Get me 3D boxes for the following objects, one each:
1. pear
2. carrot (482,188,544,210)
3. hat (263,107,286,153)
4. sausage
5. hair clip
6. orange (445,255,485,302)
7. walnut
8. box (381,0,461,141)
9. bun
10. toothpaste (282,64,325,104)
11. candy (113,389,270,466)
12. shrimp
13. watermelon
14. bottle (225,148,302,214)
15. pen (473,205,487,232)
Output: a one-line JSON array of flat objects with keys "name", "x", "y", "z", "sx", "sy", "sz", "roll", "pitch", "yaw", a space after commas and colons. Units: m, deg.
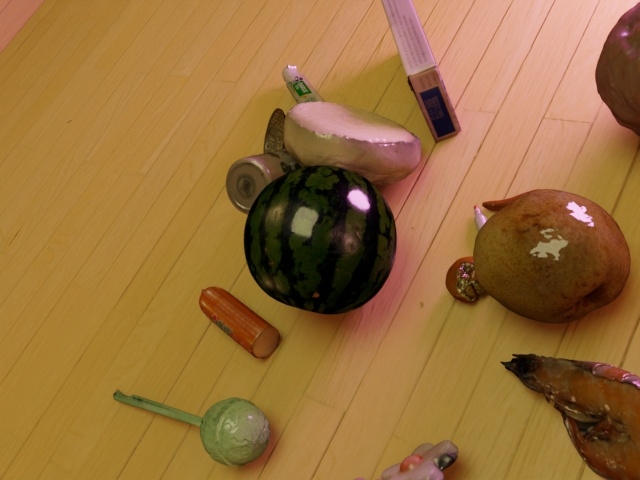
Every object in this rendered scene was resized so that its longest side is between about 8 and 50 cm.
[{"name": "pear", "x": 0.368, "y": 0.031, "z": 1.112, "sx": 0.229, "sy": 0.188, "sz": 0.211, "roll": -33, "pitch": 37, "yaw": -1}, {"name": "carrot", "x": 0.367, "y": -0.072, "z": 1.300, "sx": 0.142, "sy": 0.035, "sz": 0.035, "roll": -9, "pitch": 53, "yaw": 31}, {"name": "hat", "x": -0.081, "y": -0.240, "z": 1.680, "sx": 0.146, "sy": 0.067, "sz": 0.145, "roll": -174, "pitch": 90, "yaw": -67}, {"name": "sausage", "x": -0.179, "y": 0.156, "z": 1.435, "sx": 0.234, "sy": 0.071, "sz": 0.071, "roll": 30, "pitch": 76, "yaw": 42}, {"name": "hair clip", "x": 0.102, "y": 0.387, "z": 1.074, "sx": 0.257, "sy": 0.075, "sz": 0.146, "roll": -25, "pitch": 10, "yaw": 8}, {"name": "orange", "x": 0.260, "y": 0.064, "z": 1.244, "sx": 0.086, "sy": 0.062, "sz": 0.086, "roll": -18, "pitch": 47, "yaw": 20}, {"name": "walnut", "x": 0.605, "y": -0.293, "z": 1.186, "sx": 0.273, "sy": 0.227, "sz": 0.273, "roll": -18, "pitch": 45, "yaw": 18}, {"name": "box", "x": 0.210, "y": -0.399, "z": 1.521, "sx": 0.065, "sy": 0.200, "sz": 0.343, "roll": -21, "pitch": 49, "yaw": 13}, {"name": "bun", "x": 0.055, "y": -0.187, "z": 1.440, "sx": 0.287, "sy": 0.287, "sz": 0.146, "roll": 39, "pitch": 122, "yaw": 43}, {"name": "toothpaste", "x": -0.022, "y": -0.331, "z": 1.718, "sx": 0.314, "sy": 0.056, "sz": 0.058, "roll": 59, "pitch": 136, "yaw": 40}, {"name": "candy", "x": -0.271, "y": 0.340, "z": 1.351, "sx": 0.440, "sy": 0.119, "sz": 0.119, "roll": 1, "pitch": 58, "yaw": 40}, {"name": "shrimp", "x": 0.381, "y": 0.248, "z": 1.012, "sx": 0.317, "sy": 0.062, "sz": 0.164, "roll": 17, "pitch": 106, "yaw": 60}, {"name": "watermelon", "x": 0.000, "y": 0.000, "z": 1.293, "sx": 0.285, "sy": 0.285, "sz": 0.285, "roll": -16, "pitch": 51, "yaw": 21}, {"name": "bottle", "x": -0.083, "y": -0.132, "z": 1.486, "sx": 0.121, "sy": 0.253, "sz": 0.120, "roll": 8, "pitch": 106, "yaw": 29}, {"name": "pen", "x": 0.310, "y": 0.016, "z": 1.273, "sx": 0.026, "sy": 0.026, "sz": 0.218, "roll": -23, "pitch": 48, "yaw": 15}]
